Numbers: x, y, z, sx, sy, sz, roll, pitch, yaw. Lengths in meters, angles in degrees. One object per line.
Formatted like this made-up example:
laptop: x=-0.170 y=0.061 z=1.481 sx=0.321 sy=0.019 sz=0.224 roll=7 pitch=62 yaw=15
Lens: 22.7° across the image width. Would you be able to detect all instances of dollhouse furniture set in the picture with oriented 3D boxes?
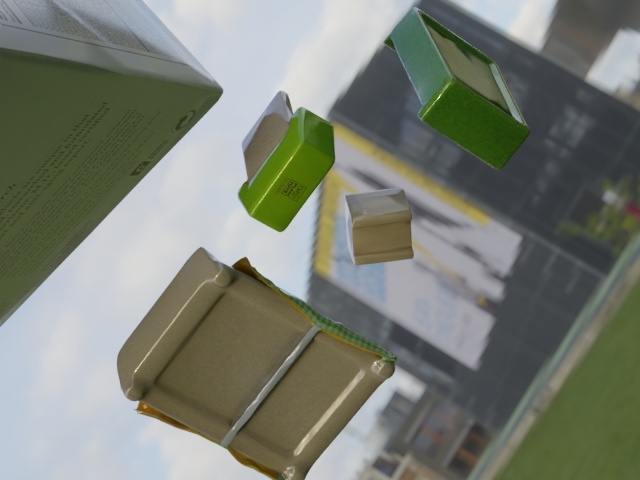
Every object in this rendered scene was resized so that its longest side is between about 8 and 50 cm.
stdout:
dollhouse furniture set: x=0.000 y=0.000 z=0.518 sx=0.151 sy=0.076 sz=0.058 roll=-52 pitch=23 yaw=19

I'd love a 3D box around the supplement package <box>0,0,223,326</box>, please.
supplement package: x=-0.200 y=-0.052 z=0.471 sx=0.199 sy=0.198 sz=0.263 roll=-45 pitch=-11 yaw=13
